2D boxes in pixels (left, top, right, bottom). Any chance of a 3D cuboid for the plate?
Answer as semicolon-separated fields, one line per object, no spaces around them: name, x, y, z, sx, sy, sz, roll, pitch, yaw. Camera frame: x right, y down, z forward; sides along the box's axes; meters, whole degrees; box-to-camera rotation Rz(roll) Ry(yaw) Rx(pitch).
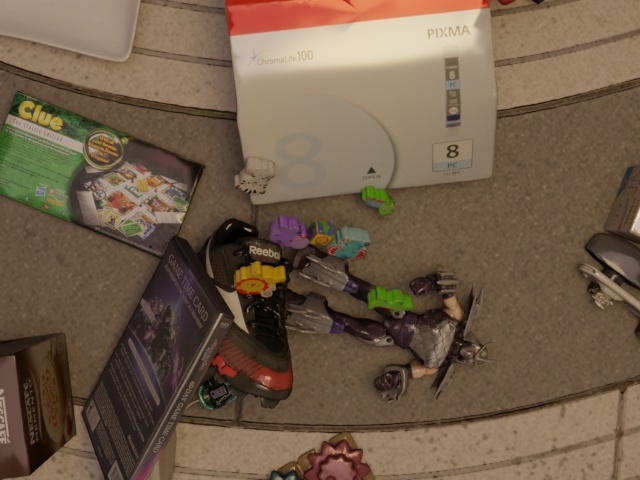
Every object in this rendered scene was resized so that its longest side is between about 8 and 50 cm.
plate;-0.347;-0.386;1.441;0.278;0.045;0.277;12;92;-1

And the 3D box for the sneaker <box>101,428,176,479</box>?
sneaker;-0.239;0.304;1.447;0.094;0.080;0.212;6;93;11

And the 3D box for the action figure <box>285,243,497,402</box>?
action figure;0.087;0.106;1.425;0.285;0.099;0.185;21;98;2

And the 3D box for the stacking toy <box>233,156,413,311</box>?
stacking toy;0.000;0.000;1.348;0.221;0.052;0.167;12;53;-23

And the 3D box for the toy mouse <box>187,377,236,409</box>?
toy mouse;-0.155;0.169;1.461;0.161;0.031;0.143;21;91;-1

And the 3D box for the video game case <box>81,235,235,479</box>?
video game case;-0.202;0.155;1.360;0.026;0.196;0.274;21;106;-32

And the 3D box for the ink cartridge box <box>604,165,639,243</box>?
ink cartridge box;0.426;-0.037;1.403;0.090;0.143;0.092;21;91;-1

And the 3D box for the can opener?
can opener;0.446;0.102;1.441;0.280;0.074;0.093;40;90;-1

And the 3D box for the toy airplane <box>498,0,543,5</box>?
toy airplane;0.386;-0.455;1.327;0.386;0.272;0.384;5;96;-9

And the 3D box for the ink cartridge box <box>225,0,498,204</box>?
ink cartridge box;0.049;-0.212;1.305;0.308;0.385;0.091;-6;50;0

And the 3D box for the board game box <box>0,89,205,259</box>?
board game box;-0.292;-0.083;1.457;0.259;0.030;0.136;22;93;-1

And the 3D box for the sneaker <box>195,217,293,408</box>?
sneaker;-0.086;0.074;1.343;0.097;0.276;0.135;18;118;-33

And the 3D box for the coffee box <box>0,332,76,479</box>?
coffee box;-0.371;0.196;1.353;0.098;0.246;0.141;-7;92;0

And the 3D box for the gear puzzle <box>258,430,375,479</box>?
gear puzzle;0.045;0.432;1.461;0.175;0.044;0.339;-30;91;0
